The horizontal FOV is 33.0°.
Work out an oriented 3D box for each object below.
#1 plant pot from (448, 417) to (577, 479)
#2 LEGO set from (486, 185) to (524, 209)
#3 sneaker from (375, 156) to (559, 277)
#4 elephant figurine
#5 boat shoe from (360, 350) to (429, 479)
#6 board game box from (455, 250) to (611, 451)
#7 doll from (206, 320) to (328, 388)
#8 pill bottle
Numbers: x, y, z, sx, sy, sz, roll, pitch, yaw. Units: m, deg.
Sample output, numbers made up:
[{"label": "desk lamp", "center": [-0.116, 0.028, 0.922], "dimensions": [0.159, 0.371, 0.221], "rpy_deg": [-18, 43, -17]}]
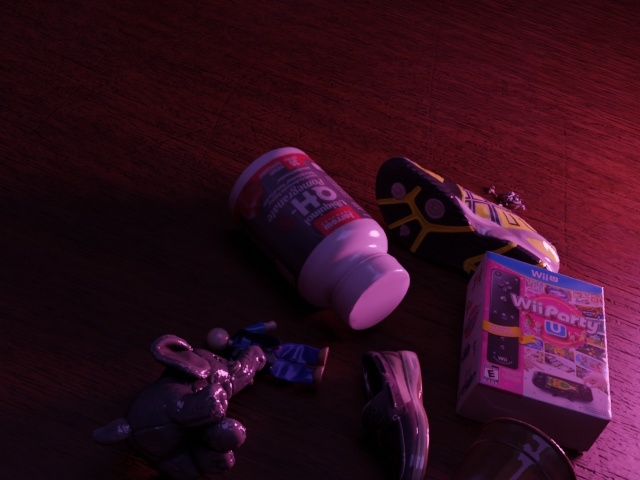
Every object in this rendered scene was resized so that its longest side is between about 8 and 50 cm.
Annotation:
[{"label": "plant pot", "center": [0.245, 0.362, 1.500], "dimensions": [0.167, 0.167, 0.165], "rpy_deg": [35, 48, 20]}, {"label": "LEGO set", "center": [0.383, -0.091, 2.207], "dimensions": [0.083, 0.023, 0.054], "rpy_deg": [19, 38, 0]}, {"label": "sneaker", "center": [0.269, -0.025, 2.007], "dimensions": [0.384, 0.145, 0.147], "rpy_deg": [37, 33, 7]}, {"label": "elephant figurine", "center": [-0.187, 0.214, 1.520], "dimensions": [0.186, 0.169, 0.239], "rpy_deg": [50, 17, -29]}, {"label": "boat shoe", "center": [0.105, 0.266, 1.603], "dimensions": [0.092, 0.103, 0.285], "rpy_deg": [8, 35, -6]}, {"label": "board game box", "center": [0.354, 0.179, 1.795], "dimensions": [0.224, 0.097, 0.303], "rpy_deg": [17, 42, -4]}, {"label": "doll", "center": [-0.085, 0.173, 1.674], "dimensions": [0.189, 0.046, 0.129], "rpy_deg": [13, 47, 3]}, {"label": "pill bottle", "center": [0.000, 0.000, 1.814], "dimensions": [0.176, 0.176, 0.318], "rpy_deg": [-18, 51, -38]}]
